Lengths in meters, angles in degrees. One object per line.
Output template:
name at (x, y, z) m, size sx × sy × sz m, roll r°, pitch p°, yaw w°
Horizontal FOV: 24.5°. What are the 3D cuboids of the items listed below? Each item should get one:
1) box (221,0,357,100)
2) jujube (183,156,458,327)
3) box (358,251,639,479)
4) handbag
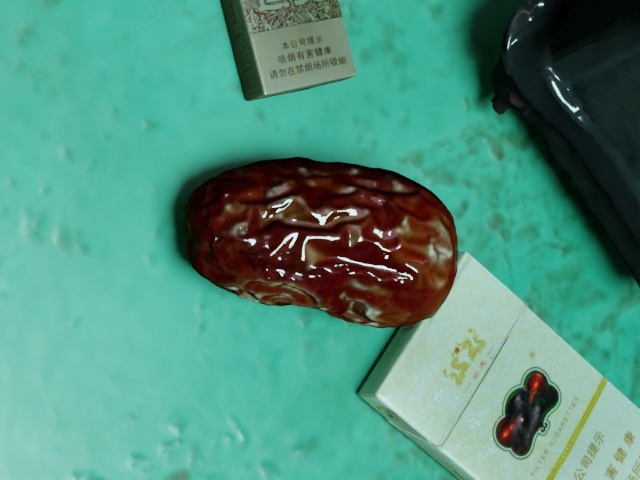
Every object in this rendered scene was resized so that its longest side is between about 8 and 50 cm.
box at (-0.019, -0.112, 0.706) m, size 0.053 × 0.024 × 0.083 m, roll -17°, pitch 95°, yaw -28°
jujube at (0.000, 0.000, 0.683) m, size 0.129 × 0.077 × 0.077 m, roll 7°, pitch 83°, yaw -16°
box at (0.104, 0.091, 0.754) m, size 0.167 × 0.024 × 0.090 m, roll 41°, pitch 70°, yaw -20°
handbag at (0.216, -0.090, 0.698) m, size 0.181 × 0.254 × 0.181 m, roll -40°, pitch 98°, yaw -26°
